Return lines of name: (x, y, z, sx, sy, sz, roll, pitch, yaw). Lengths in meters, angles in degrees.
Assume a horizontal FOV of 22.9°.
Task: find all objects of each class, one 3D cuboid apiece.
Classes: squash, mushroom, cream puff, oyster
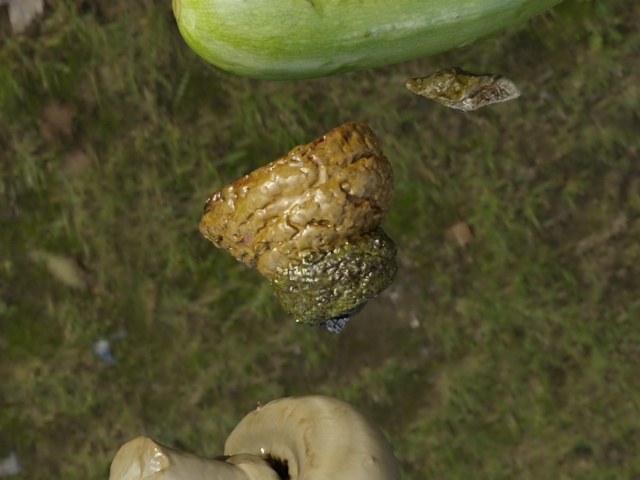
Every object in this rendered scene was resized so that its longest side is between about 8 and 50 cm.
squash: (0.070, -0.189, 1.168, 0.371, 0.118, 0.118, -10, 133, -21)
mushroom: (-0.076, 0.273, 1.641, 0.290, 0.292, 0.292, 30, 116, -25)
cream puff: (0.000, 0.000, 1.438, 0.183, 0.183, 0.169, -29, 91, 6)
oyster: (0.122, -0.131, 1.333, 0.093, 0.051, 0.034, -3, 111, -11)
